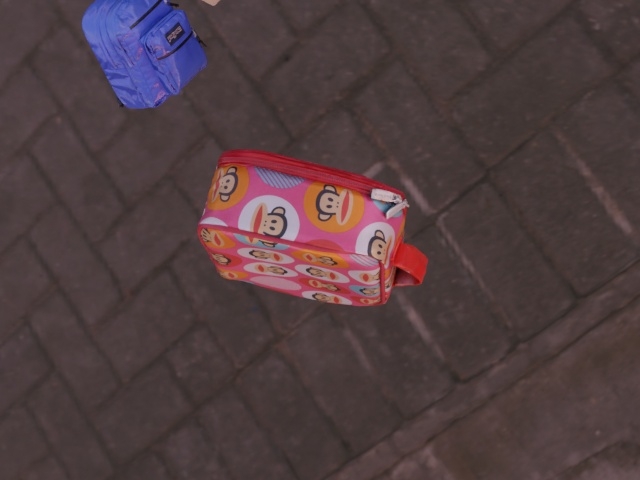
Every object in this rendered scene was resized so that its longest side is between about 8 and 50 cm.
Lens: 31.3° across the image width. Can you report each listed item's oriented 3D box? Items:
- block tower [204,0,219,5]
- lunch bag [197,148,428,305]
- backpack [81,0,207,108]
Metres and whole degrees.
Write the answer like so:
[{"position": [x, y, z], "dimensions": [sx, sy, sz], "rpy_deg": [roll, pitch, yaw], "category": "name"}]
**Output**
[{"position": [-0.005, -0.290, 0.676], "dimensions": [0.335, 0.091, 0.097], "rpy_deg": [-39, 44, 36], "category": "block tower"}, {"position": [0.000, 0.000, 1.344], "dimensions": [0.258, 0.293, 0.120], "rpy_deg": [13, 77, 4], "category": "lunch bag"}, {"position": [-0.184, -0.216, 1.215], "dimensions": [0.101, 0.098, 0.120], "rpy_deg": [-1, 131, 39], "category": "backpack"}]
